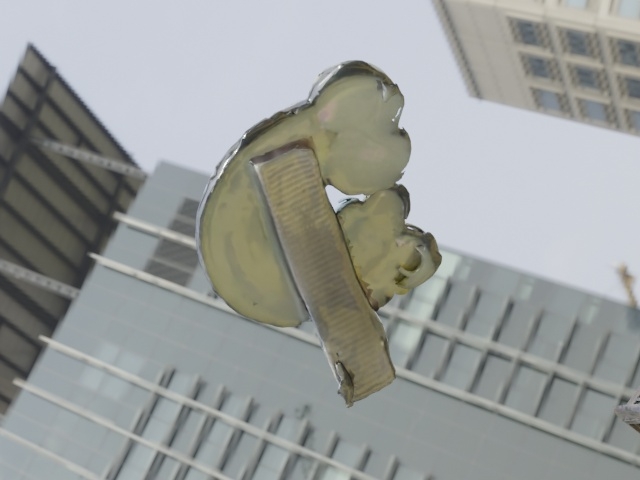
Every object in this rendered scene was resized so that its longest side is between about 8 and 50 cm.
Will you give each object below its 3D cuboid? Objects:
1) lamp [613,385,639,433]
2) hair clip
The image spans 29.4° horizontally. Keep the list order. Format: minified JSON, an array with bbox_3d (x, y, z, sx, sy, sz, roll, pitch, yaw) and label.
[{"bbox_3d":[0.401,0.054,1.106,0.325,0.089,0.090,-52,-2,-10],"label":"lamp"},{"bbox_3d":[0.000,0.000,0.595,0.116,0.049,0.172,-25,-59,-10],"label":"hair clip"}]
